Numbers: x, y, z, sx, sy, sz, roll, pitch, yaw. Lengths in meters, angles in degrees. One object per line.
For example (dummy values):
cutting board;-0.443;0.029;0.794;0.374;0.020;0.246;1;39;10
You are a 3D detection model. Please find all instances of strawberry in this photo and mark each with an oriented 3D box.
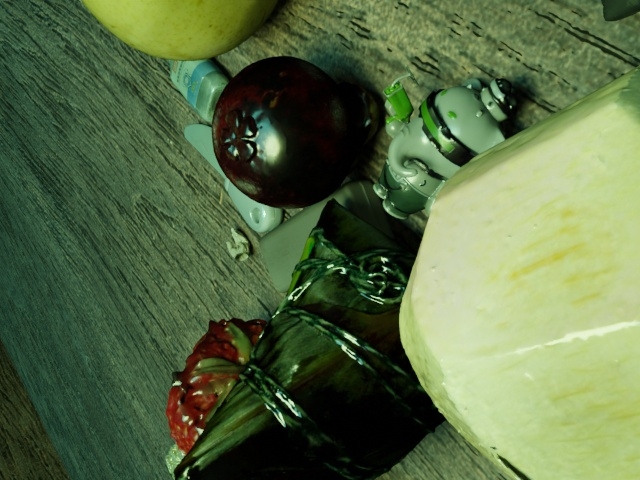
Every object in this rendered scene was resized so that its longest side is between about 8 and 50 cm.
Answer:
strawberry;-0.120;0.269;0.960;0.261;0.261;0.257;52;136;26

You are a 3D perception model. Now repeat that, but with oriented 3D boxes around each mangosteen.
mangosteen;-0.040;-0.138;0.780;0.210;0.210;0.210;18;114;46

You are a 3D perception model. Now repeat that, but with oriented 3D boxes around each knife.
knife;-0.166;-0.134;1.062;0.331;0.044;0.080;49;134;33

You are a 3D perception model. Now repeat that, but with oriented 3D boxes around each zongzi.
zongzi;0.035;0.194;0.744;0.319;0.383;0.362;37;163;28

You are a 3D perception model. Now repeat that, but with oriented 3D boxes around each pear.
pear;-0.184;-0.402;0.806;0.309;0.309;0.309;18;114;46

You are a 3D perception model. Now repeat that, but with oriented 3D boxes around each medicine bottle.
medicine bottle;-0.230;-0.301;1.068;0.208;0.054;0.090;49;133;29

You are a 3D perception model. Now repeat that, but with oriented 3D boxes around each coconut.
coconut;0.246;0.049;0.422;0.352;0.352;0.352;18;114;46

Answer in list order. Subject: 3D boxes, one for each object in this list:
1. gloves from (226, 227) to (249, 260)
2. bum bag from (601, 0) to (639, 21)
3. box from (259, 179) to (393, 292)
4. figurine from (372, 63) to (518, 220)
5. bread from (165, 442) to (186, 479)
gloves;-0.149;0.012;1.078;0.044;0.037;0.081;-25;61;14
bum bag;0.231;-0.334;0.502;0.310;0.074;0.137;68;152;17
box;0.000;0.000;0.889;0.243;0.055;0.103;-29;80;50
figurine;0.134;-0.103;0.656;0.192;0.126;0.147;-44;48;34
bread;-0.150;0.421;1.098;0.158;0.260;0.156;-58;14;30
